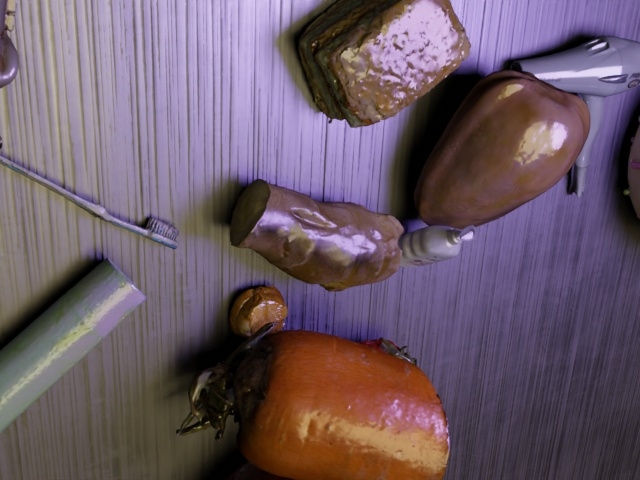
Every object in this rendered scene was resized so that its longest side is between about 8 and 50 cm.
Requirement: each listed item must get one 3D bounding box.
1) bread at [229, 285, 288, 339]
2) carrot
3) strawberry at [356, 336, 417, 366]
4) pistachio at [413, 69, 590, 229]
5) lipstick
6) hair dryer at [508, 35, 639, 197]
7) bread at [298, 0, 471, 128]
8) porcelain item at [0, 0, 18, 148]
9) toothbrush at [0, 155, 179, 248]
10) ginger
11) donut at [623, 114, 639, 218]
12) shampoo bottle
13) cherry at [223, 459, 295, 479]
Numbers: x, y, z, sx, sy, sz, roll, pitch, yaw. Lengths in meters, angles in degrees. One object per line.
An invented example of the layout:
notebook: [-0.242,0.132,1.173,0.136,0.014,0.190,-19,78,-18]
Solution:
bread: [-0.083,0.100,1.209,0.083,0.046,0.081,-33,132,-17]
carrot: [-0.012,0.216,1.181,0.331,0.214,0.193,12,118,-11]
strawberry: [0.060,0.219,1.336,0.187,0.082,0.146,-31,105,1]
pistachio: [0.252,-0.111,1.246,0.213,0.163,0.260,25,121,-27]
lipstick: [-0.342,0.146,1.049,0.304,0.076,0.076,-44,128,-8]
hair dryer: [0.362,-0.189,1.342,0.229,0.092,0.267,8,118,-27]
bread: [0.078,-0.240,1.110,0.196,0.102,0.138,-37,125,-11]
porcelain item: [-0.341,-0.197,0.892,0.084,0.054,0.213,-5,115,-28]
toothbrush: [-0.281,-0.050,1.022,0.294,0.026,0.028,25,79,-38]
ginger: [0.000,0.000,1.173,0.263,0.109,0.116,16,130,-36]
donut: [0.647,-0.148,1.484,0.307,0.150,0.371,8,108,-34]
shampoo bottle: [0.165,0.003,1.253,0.077,0.152,0.045,10,71,-32]
cherry: [-0.053,0.410,1.285,0.230,0.203,0.300,35,79,-31]
